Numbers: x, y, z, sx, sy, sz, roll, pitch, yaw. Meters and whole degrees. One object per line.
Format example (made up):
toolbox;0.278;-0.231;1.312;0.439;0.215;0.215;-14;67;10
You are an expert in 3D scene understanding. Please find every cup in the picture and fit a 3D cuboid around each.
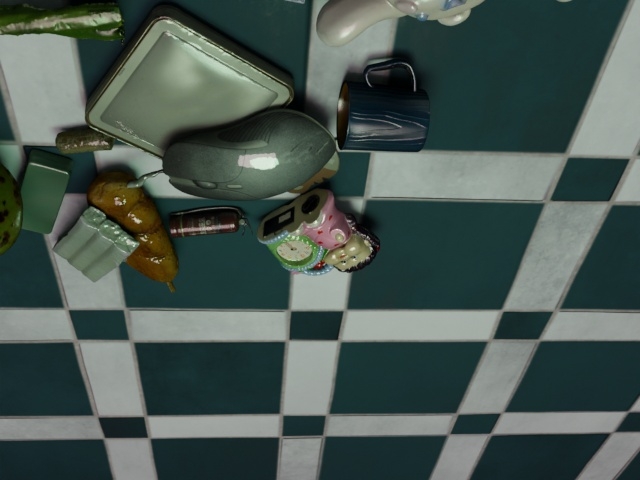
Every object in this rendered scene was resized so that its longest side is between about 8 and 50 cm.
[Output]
cup;0.107;-0.214;1.325;0.138;0.114;0.150;2;145;-9

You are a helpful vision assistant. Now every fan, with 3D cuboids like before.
fan;0.001;-0.163;1.458;0.226;0.008;0.152;-23;136;23

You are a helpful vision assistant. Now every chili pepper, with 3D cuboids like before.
chili pepper;-0.471;-0.334;1.179;0.359;0.076;0.085;4;164;-9

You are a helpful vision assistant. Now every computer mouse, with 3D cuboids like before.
computer mouse;-0.157;-0.119;1.378;0.379;0.090;0.167;-13;142;8

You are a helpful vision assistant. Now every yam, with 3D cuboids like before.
yam;-0.407;-0.173;1.389;0.094;0.043;0.043;-6;140;5

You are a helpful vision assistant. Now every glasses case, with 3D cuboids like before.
glasses case;-0.515;-0.087;1.482;0.077;0.039;0.184;16;136;-21

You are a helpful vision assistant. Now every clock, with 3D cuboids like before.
clock;0.000;0.000;1.585;0.194;0.100;0.195;-26;132;30

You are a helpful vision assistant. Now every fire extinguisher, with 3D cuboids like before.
fire extinguisher;-0.214;-0.034;1.567;0.158;0.043;0.064;-5;97;1

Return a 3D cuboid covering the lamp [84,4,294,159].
lamp;-0.218;-0.231;1.331;0.266;0.047;0.269;26;131;-30

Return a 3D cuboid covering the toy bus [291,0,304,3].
toy bus;-0.030;-0.411;1.090;0.064;0.075;0.190;12;148;-3

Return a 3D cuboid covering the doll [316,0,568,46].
doll;0.173;-0.410;1.042;0.376;0.187;0.366;-28;149;-9

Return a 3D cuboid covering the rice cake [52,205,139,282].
rice cake;-0.432;0.012;1.533;0.127;0.043;0.237;41;148;-17

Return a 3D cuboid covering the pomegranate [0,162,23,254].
pomegranate;-0.637;-0.024;1.358;0.230;0.286;0.231;13;151;8

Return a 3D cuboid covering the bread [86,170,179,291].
bread;-0.345;-0.008;1.556;0.124;0.084;0.344;14;147;25
